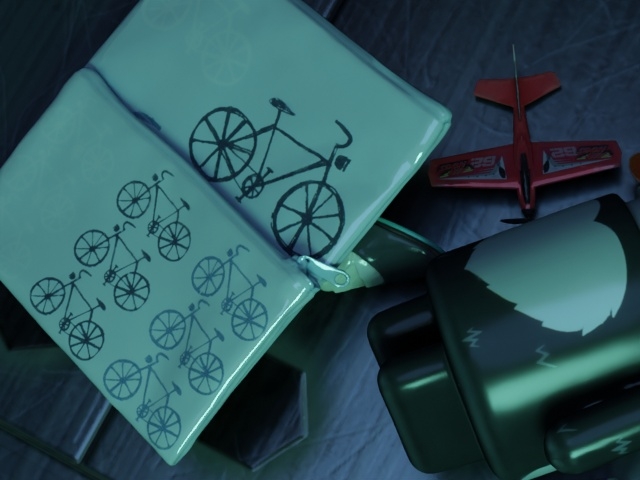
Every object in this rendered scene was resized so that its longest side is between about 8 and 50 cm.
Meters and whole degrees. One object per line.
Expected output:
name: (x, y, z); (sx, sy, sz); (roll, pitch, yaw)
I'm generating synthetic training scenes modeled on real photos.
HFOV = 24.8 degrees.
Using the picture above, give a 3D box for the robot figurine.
robot figurine: (0.176, 0.062, 1.010); (0.278, 0.173, 0.209); (-19, 70, 6)

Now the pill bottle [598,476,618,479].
pill bottle: (0.176, 0.198, 1.034); (0.083, 0.043, 0.043); (-15, 69, 7)

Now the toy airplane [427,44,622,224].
toy airplane: (0.155, -0.079, 1.140); (0.151, 0.028, 0.151); (-3, 71, 10)

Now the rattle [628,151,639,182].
rattle: (0.352, -0.044, 1.085); (0.200, 0.143, 0.130); (-27, 35, 19)

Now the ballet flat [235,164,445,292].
ballet flat: (0.000, 0.000, 1.127); (0.203, 0.074, 0.074); (26, 79, 25)

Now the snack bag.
snack bag: (-0.100, -0.052, 1.133); (0.342, 0.037, 0.323); (-49, 59, 4)
